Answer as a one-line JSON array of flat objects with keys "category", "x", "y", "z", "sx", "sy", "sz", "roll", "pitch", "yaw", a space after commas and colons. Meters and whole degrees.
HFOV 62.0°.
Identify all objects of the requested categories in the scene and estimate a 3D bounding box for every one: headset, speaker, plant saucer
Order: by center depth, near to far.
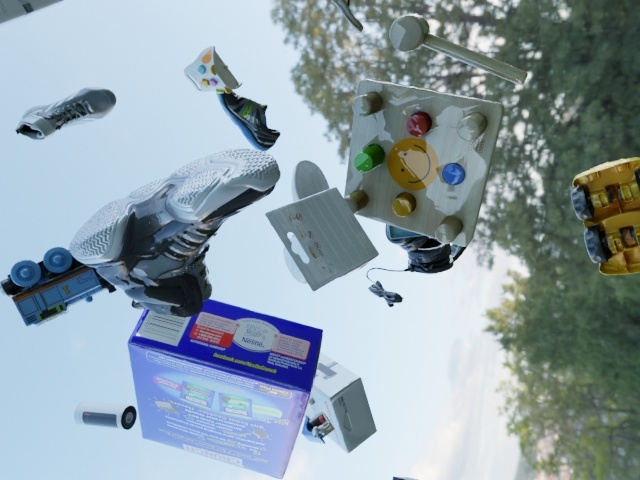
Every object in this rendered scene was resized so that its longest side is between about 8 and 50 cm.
[{"category": "plant saucer", "x": 0.249, "y": -0.044, "z": 1.200, "sx": 0.018, "sy": 0.191, "sz": 0.067, "roll": -87, "pitch": -13, "yaw": -53}, {"category": "speaker", "x": -0.492, "y": 0.400, "z": 1.218, "sx": 0.055, "sy": 0.136, "sz": 0.055, "roll": -1, "pitch": -90, "yaw": -70}, {"category": "headset", "x": 0.285, "y": 0.011, "z": 1.459, "sx": 0.394, "sy": 0.185, "sz": 0.243, "roll": -43, "pitch": -63, "yaw": -9}]

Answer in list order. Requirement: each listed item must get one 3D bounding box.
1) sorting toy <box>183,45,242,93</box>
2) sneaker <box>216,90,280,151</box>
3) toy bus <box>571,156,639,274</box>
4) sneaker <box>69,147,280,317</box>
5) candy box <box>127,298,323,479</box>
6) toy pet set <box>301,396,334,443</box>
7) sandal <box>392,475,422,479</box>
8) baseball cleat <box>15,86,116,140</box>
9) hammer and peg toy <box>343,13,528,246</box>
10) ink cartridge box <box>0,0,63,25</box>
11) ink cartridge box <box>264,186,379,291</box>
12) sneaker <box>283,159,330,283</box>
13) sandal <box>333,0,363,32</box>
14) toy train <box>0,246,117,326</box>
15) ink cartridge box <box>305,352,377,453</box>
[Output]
[{"category": "sorting toy", "x": -0.188, "y": -0.273, "z": 0.892, "sx": 0.083, "sy": 0.075, "sz": 0.045, "roll": 50, "pitch": -133, "yaw": -47}, {"category": "sneaker", "x": -0.152, "y": -0.270, "z": 1.099, "sx": 0.188, "sy": 0.078, "sz": 0.067, "roll": 50, "pitch": -173, "yaw": -30}, {"category": "toy bus", "x": 0.610, "y": -0.073, "z": 1.075, "sx": 0.211, "sy": 0.149, "sz": 0.220, "roll": -44, "pitch": -68, "yaw": -53}, {"category": "sneaker", "x": -0.149, "y": -0.002, "z": 0.640, "sx": 0.101, "sy": 0.268, "sz": 0.153, "roll": -93, "pitch": -22, "yaw": -55}, {"category": "candy box", "x": -0.155, "y": 0.242, "z": 0.866, "sx": 0.122, "sy": 0.268, "sz": 0.317, "roll": -73, "pitch": -1, "yaw": -46}, {"category": "toy pet set", "x": -0.025, "y": 0.393, "z": 1.174, "sx": 0.065, "sy": 0.122, "sz": 0.114, "roll": -35, "pitch": -49, "yaw": -6}, {"category": "sandal", "x": 0.243, "y": 0.660, "z": 1.426, "sx": 0.179, "sy": 0.067, "sz": 0.040, "roll": 34, "pitch": -120, "yaw": -47}, {"category": "baseball cleat", "x": -0.517, "y": -0.249, "z": 1.084, "sx": 0.109, "sy": 0.205, "sz": 0.072, "roll": -94, "pitch": -16, "yaw": -50}, {"category": "hammer and peg toy", "x": 0.177, "y": -0.182, "z": 0.909, "sx": 0.127, "sy": 0.265, "sz": 0.362, "roll": -37, "pitch": -40, "yaw": -54}, {"category": "ink cartridge box", "x": -0.519, "y": -0.417, "z": 0.867, "sx": 0.150, "sy": 0.063, "sz": 0.109, "roll": -36, "pitch": -62, "yaw": -25}, {"category": "ink cartridge box", "x": 0.000, "y": 0.000, "z": 0.867, "sx": 0.179, "sy": 0.045, "sz": 0.145, "roll": -26, "pitch": -100, "yaw": -44}, {"category": "sneaker", "x": -0.046, "y": -0.042, "z": 1.317, "sx": 0.108, "sy": 0.169, "sz": 0.293, "roll": 7, "pitch": -121, "yaw": -30}, {"category": "sandal", "x": 0.056, "y": -0.588, "z": 1.291, "sx": 0.180, "sy": 0.049, "sz": 0.072, "roll": 53, "pitch": -164, "yaw": -2}, {"category": "toy train", "x": -0.410, "y": 0.061, "z": 0.862, "sx": 0.184, "sy": 0.080, "sz": 0.105, "roll": -27, "pitch": -83, "yaw": -25}, {"category": "ink cartridge box", "x": 0.020, "y": 0.447, "z": 1.528, "sx": 0.114, "sy": 0.272, "sz": 0.197, "roll": -28, "pitch": -66, "yaw": -25}]
